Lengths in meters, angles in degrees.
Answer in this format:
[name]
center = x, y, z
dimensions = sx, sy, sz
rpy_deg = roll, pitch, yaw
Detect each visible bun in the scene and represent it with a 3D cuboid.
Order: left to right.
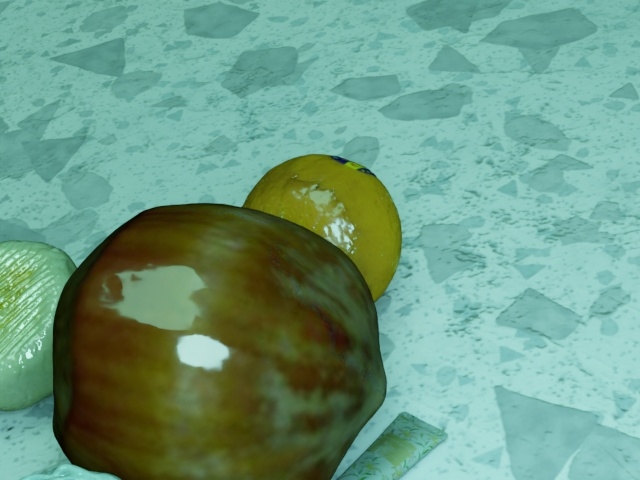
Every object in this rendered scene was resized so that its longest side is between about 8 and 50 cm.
[bun]
center = -0.400, 0.114, 1.491
dimensions = 0.243, 0.153, 0.244
rpy_deg = -4, 57, 6

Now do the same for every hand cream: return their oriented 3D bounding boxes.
[hand cream]
center = 0.057, 0.250, 1.259
dimensions = 0.067, 0.042, 0.194
rpy_deg = 19, 42, 37

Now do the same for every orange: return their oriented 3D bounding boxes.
[orange]
center = -0.002, -0.001, 1.471
dimensions = 0.219, 0.193, 0.219
rpy_deg = -3, 81, 18

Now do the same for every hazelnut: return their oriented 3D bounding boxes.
[hazelnut]
center = -0.119, 0.126, 1.255
dimensions = 0.365, 0.366, 0.366
rpy_deg = -8, 36, 6

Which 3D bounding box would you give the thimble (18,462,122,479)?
[thimble]
center = -0.219, 0.337, 1.100
dimensions = 0.204, 0.172, 0.250
rpy_deg = -20, 40, -22
